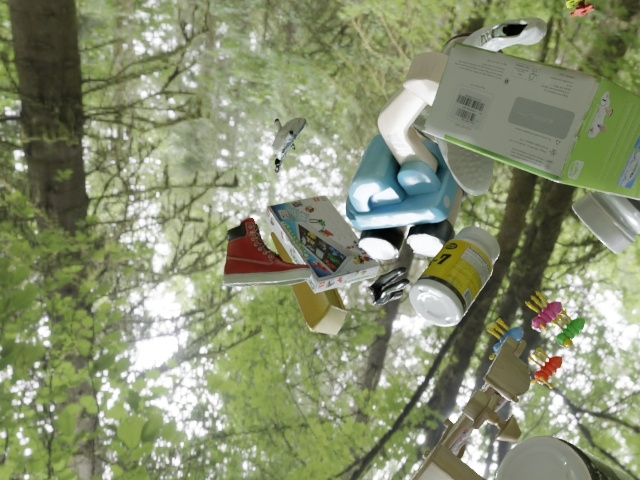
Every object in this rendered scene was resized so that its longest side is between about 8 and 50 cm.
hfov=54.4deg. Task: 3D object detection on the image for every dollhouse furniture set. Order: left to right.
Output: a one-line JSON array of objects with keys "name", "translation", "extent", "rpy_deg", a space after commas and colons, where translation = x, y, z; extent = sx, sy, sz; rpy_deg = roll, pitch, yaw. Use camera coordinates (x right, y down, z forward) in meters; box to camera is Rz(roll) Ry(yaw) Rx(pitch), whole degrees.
[{"name": "dollhouse furniture set", "translation": [0.271, 0.370, 1.033], "extent": [0.174, 0.303, 0.356], "rpy_deg": [37, -154, 16]}]

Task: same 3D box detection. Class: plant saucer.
[{"name": "plant saucer", "translation": [-0.019, 0.132, 2.011], "extent": [0.081, 0.333, 0.332], "rpy_deg": [-25, -106, 9]}]

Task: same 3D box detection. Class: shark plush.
[{"name": "shark plush", "translation": [-0.084, -0.243, 1.621], "extent": [0.067, 0.161, 0.073], "rpy_deg": [-11, -147, -44]}]

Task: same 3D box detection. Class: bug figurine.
[{"name": "bug figurine", "translation": [0.551, 0.251, 1.554], "extent": [0.279, 0.216, 0.072], "rpy_deg": [32, -170, -32]}]

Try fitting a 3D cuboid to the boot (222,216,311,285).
[{"name": "boot", "translation": [-0.134, 0.025, 1.551], "extent": [0.245, 0.176, 0.088], "rpy_deg": [-2, 168, 26]}]

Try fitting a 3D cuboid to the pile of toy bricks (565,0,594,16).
[{"name": "pile of toy bricks", "translation": [0.230, -0.253, 0.546], "extent": [0.212, 0.105, 0.118], "rpy_deg": [-12, 175, 26]}]

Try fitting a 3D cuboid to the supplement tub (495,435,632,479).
[{"name": "supplement tub", "translation": [0.484, 0.496, 1.163], "extent": [0.316, 0.193, 0.193], "rpy_deg": [34, -164, -36]}]

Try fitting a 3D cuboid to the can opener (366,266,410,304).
[{"name": "can opener", "translation": [0.149, 0.093, 1.346], "extent": [0.073, 0.186, 0.059], "rpy_deg": [-19, -106, -17]}]

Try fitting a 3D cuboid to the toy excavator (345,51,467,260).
[{"name": "toy excavator", "translation": [0.186, -0.170, 1.368], "extent": [0.433, 0.445, 0.222], "rpy_deg": [-6, -129, 42]}]

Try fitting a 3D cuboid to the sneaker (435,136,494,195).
[{"name": "sneaker", "translation": [0.291, -0.166, 1.253], "extent": [0.090, 0.094, 0.235], "rpy_deg": [-15, -132, 5]}]

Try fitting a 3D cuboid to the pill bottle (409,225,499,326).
[{"name": "pill bottle", "translation": [0.285, 0.069, 1.298], "extent": [0.119, 0.119, 0.208], "rpy_deg": [27, -128, 24]}]

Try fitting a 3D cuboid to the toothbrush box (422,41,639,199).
[{"name": "toothbrush box", "translation": [0.308, -0.147, 0.804], "extent": [0.283, 0.122, 0.206], "rpy_deg": [1, -157, -43]}]

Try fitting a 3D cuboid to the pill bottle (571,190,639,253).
[{"name": "pill bottle", "translation": [0.835, -0.144, 1.560], "extent": [0.204, 0.361, 0.204], "rpy_deg": [37, -155, -20]}]

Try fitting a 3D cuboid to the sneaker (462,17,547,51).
[{"name": "sneaker", "translation": [0.305, -0.354, 1.073], "extent": [0.152, 0.053, 0.061], "rpy_deg": [-7, 180, 42]}]

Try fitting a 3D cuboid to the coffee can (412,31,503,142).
[{"name": "coffee can", "translation": [0.385, -0.432, 1.758], "extent": [0.202, 0.201, 0.275], "rpy_deg": [22, -129, 18]}]

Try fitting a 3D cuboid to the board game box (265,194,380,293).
[{"name": "board game box", "translation": [0.000, 0.000, 1.697], "extent": [0.193, 0.053, 0.305], "rpy_deg": [-13, -132, -28]}]
